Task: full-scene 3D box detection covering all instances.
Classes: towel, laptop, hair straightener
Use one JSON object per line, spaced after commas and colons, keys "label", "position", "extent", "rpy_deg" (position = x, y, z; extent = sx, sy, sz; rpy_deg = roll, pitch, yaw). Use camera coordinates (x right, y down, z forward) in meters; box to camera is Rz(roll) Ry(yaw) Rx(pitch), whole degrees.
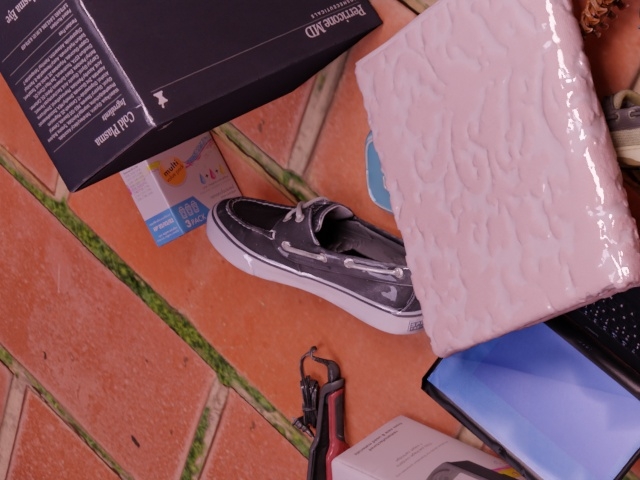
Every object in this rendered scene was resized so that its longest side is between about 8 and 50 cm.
{"label": "towel", "position": [0.167, -0.076, 1.799], "extent": [0.317, 0.053, 0.331], "rpy_deg": [-30, 72, 56]}
{"label": "laptop", "position": [0.237, 0.106, 1.857], "extent": [0.234, 0.136, 0.264], "rpy_deg": [40, 150, 23]}
{"label": "hair straightener", "position": [-0.010, 0.226, 2.265], "extent": [0.089, 0.047, 0.230], "rpy_deg": [19, 125, 39]}

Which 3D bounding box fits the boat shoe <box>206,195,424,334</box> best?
{"label": "boat shoe", "position": [0.000, 0.000, 2.076], "extent": [0.301, 0.108, 0.102], "rpy_deg": [27, 130, 31]}

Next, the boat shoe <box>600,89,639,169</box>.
{"label": "boat shoe", "position": [0.286, -0.103, 1.741], "extent": [0.223, 0.080, 0.073], "rpy_deg": [6, 91, 59]}

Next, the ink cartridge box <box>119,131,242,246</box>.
{"label": "ink cartridge box", "position": [-0.180, -0.098, 2.209], "extent": [0.061, 0.104, 0.181], "rpy_deg": [-25, 93, 50]}

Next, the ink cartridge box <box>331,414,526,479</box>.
{"label": "ink cartridge box", "position": [0.168, 0.358, 2.091], "extent": [0.306, 0.131, 0.226], "rpy_deg": [21, 126, 36]}

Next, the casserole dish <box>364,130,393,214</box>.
{"label": "casserole dish", "position": [0.111, -0.064, 1.975], "extent": [0.188, 0.037, 0.114], "rpy_deg": [21, 126, 39]}

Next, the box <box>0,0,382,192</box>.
{"label": "box", "position": [-0.169, -0.266, 1.910], "extent": [0.179, 0.343, 0.312], "rpy_deg": [-34, 86, 49]}

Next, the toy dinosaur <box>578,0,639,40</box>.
{"label": "toy dinosaur", "position": [0.328, -0.239, 1.589], "extent": [0.322, 0.164, 0.218], "rpy_deg": [120, 132, -77]}
